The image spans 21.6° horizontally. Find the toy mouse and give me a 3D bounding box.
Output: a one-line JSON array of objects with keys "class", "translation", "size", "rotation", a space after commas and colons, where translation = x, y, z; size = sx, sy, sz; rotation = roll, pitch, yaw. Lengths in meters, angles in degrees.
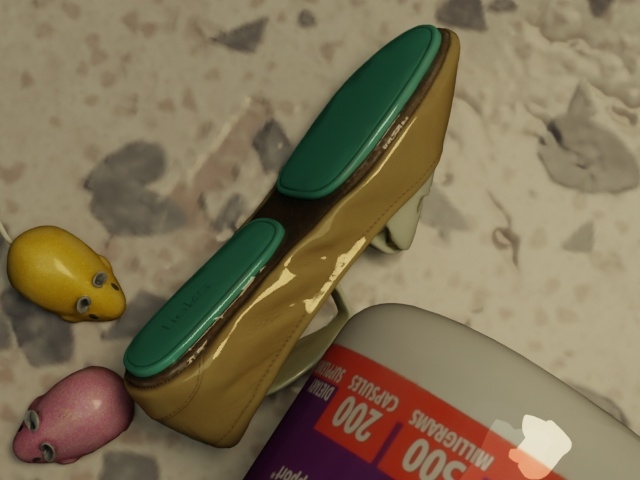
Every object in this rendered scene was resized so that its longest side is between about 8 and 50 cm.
[{"class": "toy mouse", "translation": [-0.146, 0.064, 0.798], "size": [0.161, 0.031, 0.143], "rotation": [37, 83, 2]}]

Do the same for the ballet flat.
[{"class": "ballet flat", "translation": [0.000, 0.000, 0.802], "size": [0.232, 0.080, 0.073], "rotation": [-49, 117, -8]}]

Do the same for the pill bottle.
[{"class": "pill bottle", "translation": [0.010, 0.199, 0.713], "size": [0.181, 0.181, 0.323], "rotation": [33, 82, 2]}]
